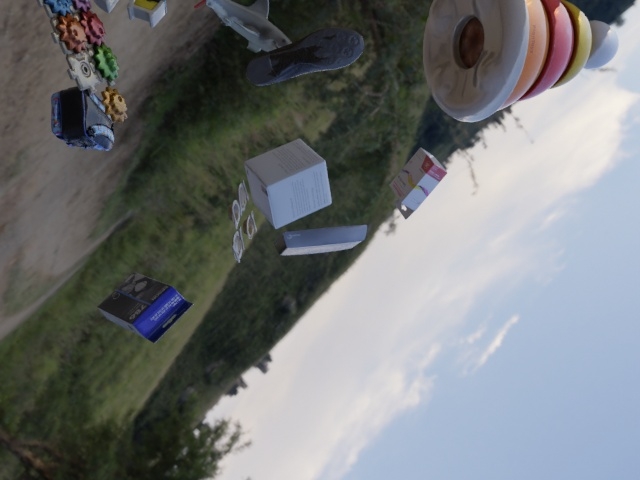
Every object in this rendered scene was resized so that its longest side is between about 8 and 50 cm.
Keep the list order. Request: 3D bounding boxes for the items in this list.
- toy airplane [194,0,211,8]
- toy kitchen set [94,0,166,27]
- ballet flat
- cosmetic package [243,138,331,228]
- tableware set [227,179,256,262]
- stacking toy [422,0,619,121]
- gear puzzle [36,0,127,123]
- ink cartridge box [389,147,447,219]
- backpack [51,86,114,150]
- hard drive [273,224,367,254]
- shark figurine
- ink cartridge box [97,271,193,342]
[{"bbox_3d":[-0.290,-0.684,1.889,0.151,0.028,0.151,-10,-126,15],"label":"toy airplane"},{"bbox_3d":[-0.448,-0.638,1.583,0.207,0.166,0.122,102,9,-62],"label":"toy kitchen set"},{"bbox_3d":[-0.033,-0.373,1.378,0.249,0.084,0.058,-17,-170,5],"label":"ballet flat"},{"bbox_3d":[-0.090,-0.159,1.858,0.183,0.151,0.151,-25,-137,-17],"label":"cosmetic package"},{"bbox_3d":[-0.176,-0.044,1.507,0.020,0.141,0.169,-1,-149,11],"label":"tableware set"},{"bbox_3d":[0.517,-0.456,1.593,0.479,0.351,0.350,-4,171,-25],"label":"stacking toy"},{"bbox_3d":[-0.510,-0.422,1.501,0.044,0.339,0.175,-11,-159,21],"label":"gear puzzle"},{"bbox_3d":[0.289,-0.175,2.088,0.198,0.067,0.115,-52,-147,19],"label":"ink cartridge box"},{"bbox_3d":[-0.636,-0.320,1.826,0.116,0.158,0.173,-9,169,8],"label":"backpack"},{"bbox_3d":[0.000,0.000,2.002,0.254,0.054,0.172,-5,170,-15],"label":"hard drive"},{"bbox_3d":[-0.171,-0.517,1.482,0.116,0.278,0.166,-56,-158,-4],"label":"shark figurine"},{"bbox_3d":[-0.531,0.194,2.013,0.332,0.065,0.165,11,-131,48],"label":"ink cartridge box"}]
